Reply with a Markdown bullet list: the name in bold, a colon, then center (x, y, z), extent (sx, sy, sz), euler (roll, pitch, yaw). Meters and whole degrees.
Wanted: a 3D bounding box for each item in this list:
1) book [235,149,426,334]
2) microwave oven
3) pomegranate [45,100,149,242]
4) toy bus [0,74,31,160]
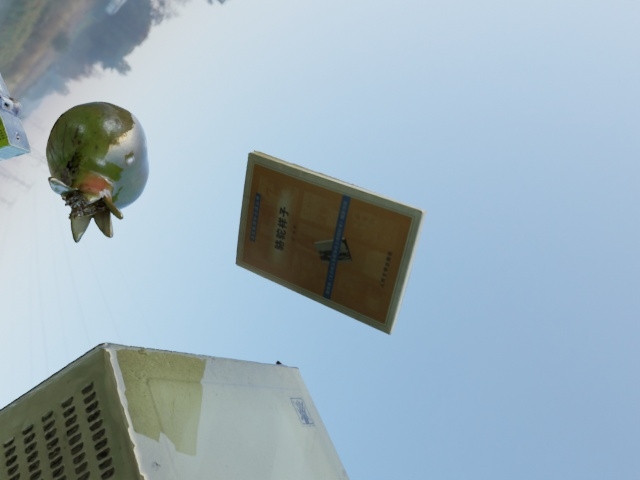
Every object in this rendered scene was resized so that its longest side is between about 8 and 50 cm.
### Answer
- **book**: center (0.000, 0.000, 0.657), extent (0.242, 0.018, 0.170), euler (21, -64, 23)
- **microwave oven**: center (-0.139, 0.314, 0.555), extent (0.247, 0.394, 0.333), euler (-35, -117, 10)
- **pomegranate**: center (-0.300, -0.089, 0.694), extent (0.152, 0.131, 0.191), euler (110, -20, -49)
- **toy bus**: center (-0.651, -0.288, 0.944), extent (0.139, 0.301, 0.113), euler (-23, -177, -5)
